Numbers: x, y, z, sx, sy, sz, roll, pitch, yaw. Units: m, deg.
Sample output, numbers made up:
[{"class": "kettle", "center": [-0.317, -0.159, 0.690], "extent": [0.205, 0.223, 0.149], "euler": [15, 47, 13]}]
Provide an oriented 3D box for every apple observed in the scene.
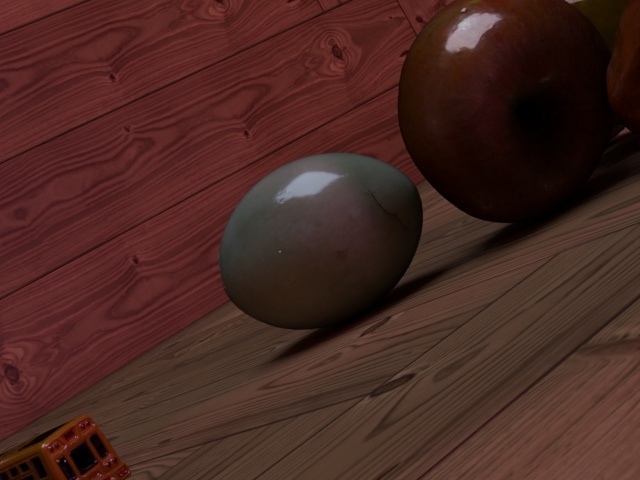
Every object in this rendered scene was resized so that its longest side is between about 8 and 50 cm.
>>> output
[{"class": "apple", "center": [0.196, -0.148, 1.460], "extent": [0.254, 0.253, 0.253], "euler": [-29, 3, 2]}]

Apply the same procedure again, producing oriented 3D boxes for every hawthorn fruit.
[{"class": "hawthorn fruit", "center": [0.362, -0.178, 1.321], "extent": [0.179, 0.173, 0.173], "euler": [-28, 3, 20]}]

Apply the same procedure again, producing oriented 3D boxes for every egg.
[{"class": "egg", "center": [0.000, 0.000, 1.496], "extent": [0.253, 0.186, 0.186], "euler": [-31, 2, 22]}]

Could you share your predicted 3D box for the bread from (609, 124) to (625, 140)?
[{"class": "bread", "center": [0.313, -0.146, 1.827], "extent": [0.196, 0.102, 0.138], "euler": [-33, 1, -14]}]

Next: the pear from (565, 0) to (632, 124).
[{"class": "pear", "center": [0.411, -0.248, 1.640], "extent": [0.387, 0.191, 0.340], "euler": [-17, 12, 11]}]

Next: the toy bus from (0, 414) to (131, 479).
[{"class": "toy bus", "center": [-0.261, 0.222, 1.175], "extent": [0.194, 0.088, 0.083], "euler": [-27, 5, 35]}]
